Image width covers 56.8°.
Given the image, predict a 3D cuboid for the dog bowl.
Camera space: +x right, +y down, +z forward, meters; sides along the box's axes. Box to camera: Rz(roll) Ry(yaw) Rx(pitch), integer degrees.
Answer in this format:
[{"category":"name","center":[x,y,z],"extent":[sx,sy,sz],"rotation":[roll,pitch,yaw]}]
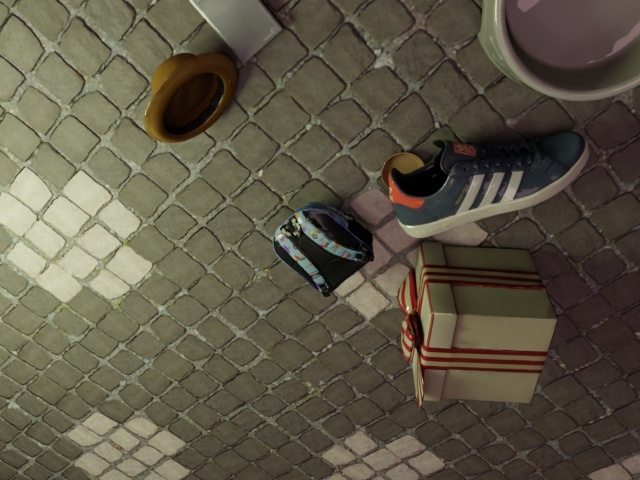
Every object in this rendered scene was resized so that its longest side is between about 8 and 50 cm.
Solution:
[{"category":"dog bowl","center":[0.410,-0.373,0.890],"extent":[0.348,0.102,0.349],"rotation":[2,122,4]}]

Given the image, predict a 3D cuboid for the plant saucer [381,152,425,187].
[{"category":"plant saucer","center":[0.157,-0.130,1.119],"extent":[0.083,0.015,0.084],"rotation":[2,122,3]}]

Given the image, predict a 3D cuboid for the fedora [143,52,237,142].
[{"category":"fedora","center":[-0.236,-0.258,1.022],"extent":[0.079,0.194,0.194],"rotation":[50,121,19]}]

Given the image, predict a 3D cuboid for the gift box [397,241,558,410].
[{"category":"gift box","center":[0.283,0.180,1.162],"extent":[0.257,0.255,0.277],"rotation":[4,119,1]}]

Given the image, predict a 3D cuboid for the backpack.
[{"category":"backpack","center":[0.000,0.000,1.157],"extent":[0.173,0.117,0.158],"rotation":[39,118,-18]}]

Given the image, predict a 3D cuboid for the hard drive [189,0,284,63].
[{"category":"hard drive","center":[-0.139,-0.379,0.990],"extent":[0.094,0.022,0.135],"rotation":[-34,113,23]}]

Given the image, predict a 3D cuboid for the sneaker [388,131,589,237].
[{"category":"sneaker","center":[0.281,-0.128,1.029],"extent":[0.349,0.131,0.148],"rotation":[-23,123,14]}]
